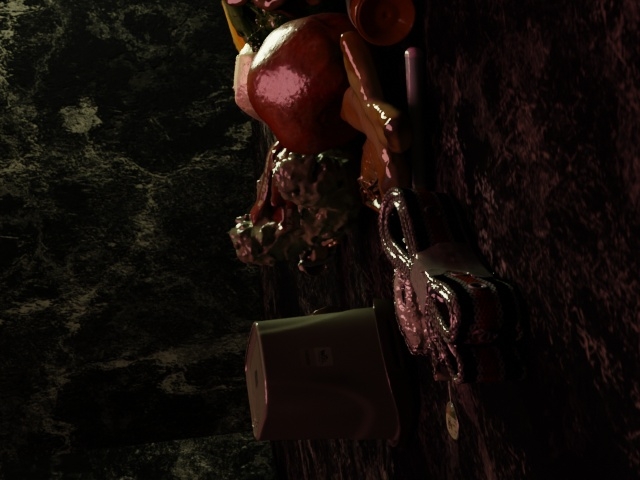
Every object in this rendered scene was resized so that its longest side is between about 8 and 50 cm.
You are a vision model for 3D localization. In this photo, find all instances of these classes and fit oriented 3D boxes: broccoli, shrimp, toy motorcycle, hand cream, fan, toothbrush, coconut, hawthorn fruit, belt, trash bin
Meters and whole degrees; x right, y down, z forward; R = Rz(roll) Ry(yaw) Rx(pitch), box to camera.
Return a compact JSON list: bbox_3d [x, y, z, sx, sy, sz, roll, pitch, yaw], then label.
[{"bbox_3d":[-0.079,-0.450,2.190,0.294,0.245,0.265,18,84,62],"label":"broccoli"},{"bbox_3d":[0.099,-0.084,1.868,0.267,0.061,0.145,127,128,-74],"label":"shrimp"},{"bbox_3d":[-0.001,0.000,2.498,0.229,0.094,0.129,149,111,-67],"label":"toy motorcycle"},{"bbox_3d":[0.075,-0.372,1.773,0.314,0.089,0.139,-99,3,-68],"label":"hand cream"},{"bbox_3d":[0.181,0.242,1.692,0.060,0.003,0.080,105,157,-65],"label":"fan"},{"bbox_3d":[0.134,-0.099,1.700,0.025,0.030,0.342,-133,40,-69],"label":"toothbrush"},{"bbox_3d":[-0.083,-0.312,2.379,0.194,0.194,0.194,175,90,-81],"label":"coconut"},{"bbox_3d":[0.010,-0.253,1.888,0.261,0.224,0.224,-26,68,59],"label":"hawthorn fruit"},{"bbox_3d":[0.153,0.040,1.460,0.359,0.094,0.126,-111,22,-55],"label":"belt"},{"bbox_3d":[0.014,0.222,1.978,0.219,0.250,0.219,105,159,-54],"label":"trash bin"}]

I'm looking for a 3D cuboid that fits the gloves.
[{"bbox_3d":[0.134,0.081,1.678,0.114,0.070,0.153,-113,18,-63],"label":"gloves"}]

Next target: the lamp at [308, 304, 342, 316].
[{"bbox_3d":[0.044,0.225,2.177,0.121,0.121,0.214,98,149,-57],"label":"lamp"}]

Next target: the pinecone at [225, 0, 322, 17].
[{"bbox_3d":[-0.086,-0.518,1.651,0.398,0.398,0.397,175,90,-81],"label":"pinecone"}]

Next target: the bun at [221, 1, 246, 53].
[{"bbox_3d":[-0.104,-0.499,2.583,0.299,0.165,0.299,159,90,-78],"label":"bun"}]

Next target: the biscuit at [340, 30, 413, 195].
[{"bbox_3d":[0.077,-0.172,1.693,0.164,0.047,0.208,91,160,-49],"label":"biscuit"}]

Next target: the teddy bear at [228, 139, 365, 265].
[{"bbox_3d":[-0.031,-0.169,2.191,0.357,0.225,0.367,128,140,-58],"label":"teddy bear"}]
